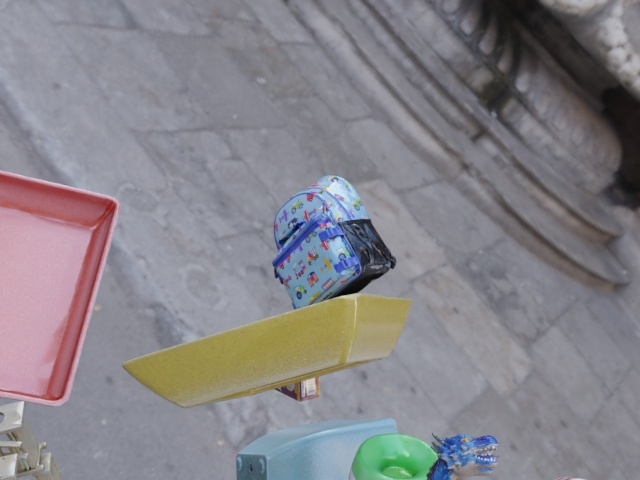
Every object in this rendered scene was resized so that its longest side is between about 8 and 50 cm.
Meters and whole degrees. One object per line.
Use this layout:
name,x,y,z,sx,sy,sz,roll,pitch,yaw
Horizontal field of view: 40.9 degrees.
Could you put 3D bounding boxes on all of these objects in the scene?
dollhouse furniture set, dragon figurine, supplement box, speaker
dollhouse furniture set,-0.489,0.378,1.338,0.161,0.101,0.181,-108,-174,-54
dragon figurine,0.047,0.277,0.771,0.085,0.289,0.144,48,18,-51
supplement box,-0.041,0.231,1.442,0.043,0.083,0.054,-9,100,-33
speaker,0.090,0.413,1.149,0.131,0.296,0.131,4,21,-2

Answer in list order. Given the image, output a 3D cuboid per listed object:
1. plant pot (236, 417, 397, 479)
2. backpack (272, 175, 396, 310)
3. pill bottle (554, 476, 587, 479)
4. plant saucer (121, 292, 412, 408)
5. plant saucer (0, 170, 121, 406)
plant pot,-0.019,0.467,1.616,0.252,0.247,0.247,3,77,-29
backpack,0.000,0.000,1.214,0.117,0.158,0.173,-10,68,-45
pill bottle,0.422,0.436,1.415,0.086,0.086,0.152,54,-4,14
plant saucer,-0.050,0.160,1.202,0.333,0.333,0.080,14,59,-71
plant saucer,-0.351,0.037,0.845,0.259,0.047,0.259,13,50,-11
